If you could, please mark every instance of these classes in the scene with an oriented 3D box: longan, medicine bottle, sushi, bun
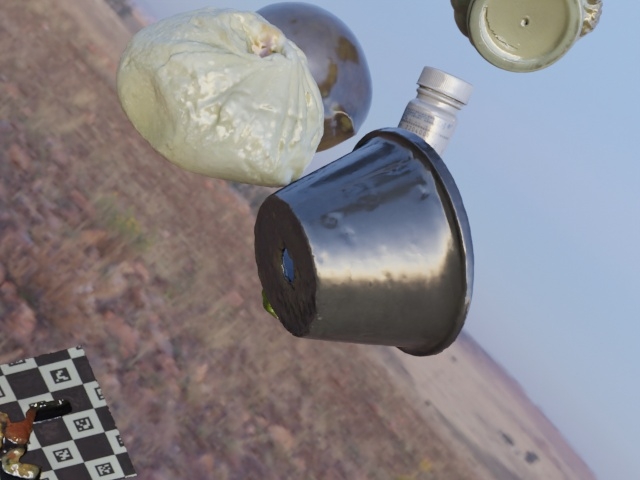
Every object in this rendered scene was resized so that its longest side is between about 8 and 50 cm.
[{"bbox_3d":[-0.048,-0.321,1.903,0.319,0.319,0.319,47,2,-2],"label":"longan"},{"bbox_3d":[0.203,-0.225,1.739,0.105,0.168,0.105,23,8,-3],"label":"medicine bottle"},{"bbox_3d":[-0.569,0.352,1.803,0.064,0.359,0.343,-103,180,-57],"label":"sushi"},{"bbox_3d":[-0.144,-0.251,1.525,0.349,0.227,0.352,33,27,1],"label":"bun"}]

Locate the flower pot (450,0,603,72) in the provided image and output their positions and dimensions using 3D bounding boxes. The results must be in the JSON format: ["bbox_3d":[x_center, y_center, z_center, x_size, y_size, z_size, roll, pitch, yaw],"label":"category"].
[{"bbox_3d":[0.404,-0.469,1.857,0.307,0.307,0.244,47,31,-19],"label":"flower pot"}]

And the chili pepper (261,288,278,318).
[{"bbox_3d":[-0.017,0.092,1.551,0.073,0.072,0.204,12,8,44],"label":"chili pepper"}]

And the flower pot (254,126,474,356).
[{"bbox_3d":[0.031,0.015,1.048,0.269,0.166,0.268,32,-52,53],"label":"flower pot"}]
